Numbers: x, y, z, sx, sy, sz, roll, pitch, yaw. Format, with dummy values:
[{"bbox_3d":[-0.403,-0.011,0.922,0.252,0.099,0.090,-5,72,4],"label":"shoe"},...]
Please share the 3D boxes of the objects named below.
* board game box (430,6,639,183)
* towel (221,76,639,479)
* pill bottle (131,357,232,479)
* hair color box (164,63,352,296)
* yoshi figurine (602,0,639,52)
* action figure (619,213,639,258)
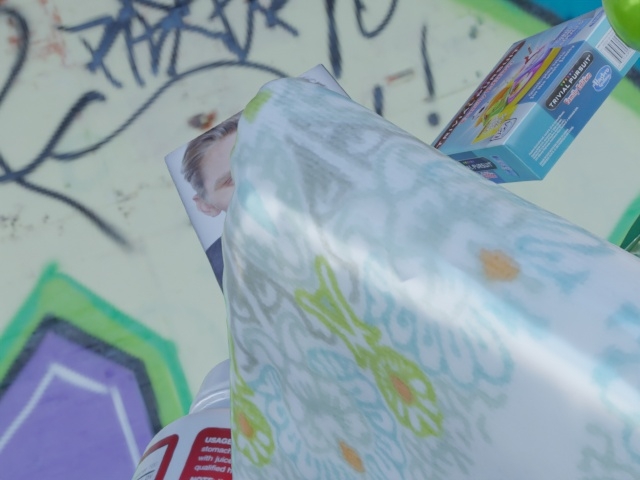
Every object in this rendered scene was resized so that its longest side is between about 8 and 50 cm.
[{"bbox_3d":[0.299,-0.199,1.572,0.253,0.079,0.336,-51,11,-8],"label":"board game box"},{"bbox_3d":[0.078,0.146,0.505,0.321,0.374,0.090,31,46,33],"label":"towel"},{"bbox_3d":[-0.089,0.309,1.012,0.229,0.229,0.407,-21,31,30],"label":"pill bottle"},{"bbox_3d":[0.000,0.000,0.867,0.174,0.105,0.347,-31,35,-1],"label":"hair color box"},{"bbox_3d":[0.286,-0.184,0.671,0.204,0.203,0.362,-3,-16,-12],"label":"yoshi figurine"},{"bbox_3d":[0.283,-0.014,0.819,0.064,0.137,0.232,6,51,37],"label":"action figure"}]
